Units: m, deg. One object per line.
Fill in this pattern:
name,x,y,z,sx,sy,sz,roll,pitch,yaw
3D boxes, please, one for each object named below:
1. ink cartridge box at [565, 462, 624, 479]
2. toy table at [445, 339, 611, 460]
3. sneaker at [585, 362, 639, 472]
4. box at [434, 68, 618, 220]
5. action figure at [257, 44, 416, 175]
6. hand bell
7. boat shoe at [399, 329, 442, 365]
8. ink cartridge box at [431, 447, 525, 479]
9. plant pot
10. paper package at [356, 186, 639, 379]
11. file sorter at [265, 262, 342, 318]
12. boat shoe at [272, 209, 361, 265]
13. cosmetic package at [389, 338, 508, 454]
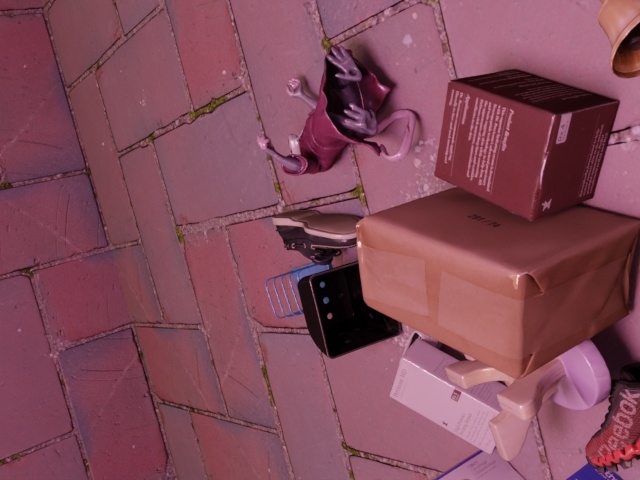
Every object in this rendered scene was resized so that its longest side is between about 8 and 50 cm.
ink cartridge box,0.511,0.466,1.172,0.207,0.097,0.046,41,134,37
toy table,0.332,0.221,1.176,0.274,0.161,0.252,144,104,-76
sneaker,0.500,0.270,1.107,0.135,0.098,0.276,61,146,25
box,0.316,-0.158,1.109,0.203,0.167,0.168,33,129,42
action figure,0.028,-0.241,1.507,0.276,0.248,0.370,25,153,-6
hand bell,0.397,-0.356,0.993,0.242,0.126,0.126,64,145,31
boat shoe,0.202,0.262,1.519,0.083,0.076,0.226,37,131,40
ink cartridge box,0.320,0.563,1.295,0.307,0.304,0.072,44,135,35
plant pot,0.045,0.142,1.603,0.167,0.188,0.188,2,107,65
paper package,0.278,0.037,1.119,0.325,0.310,0.168,23,124,48
file sorter,-0.046,0.127,1.771,0.170,0.105,0.118,-19,89,54
boat shoe,-0.004,0.001,1.643,0.340,0.127,0.113,10,113,53
cosmetic package,0.262,0.306,1.394,0.231,0.085,0.117,25,126,20
